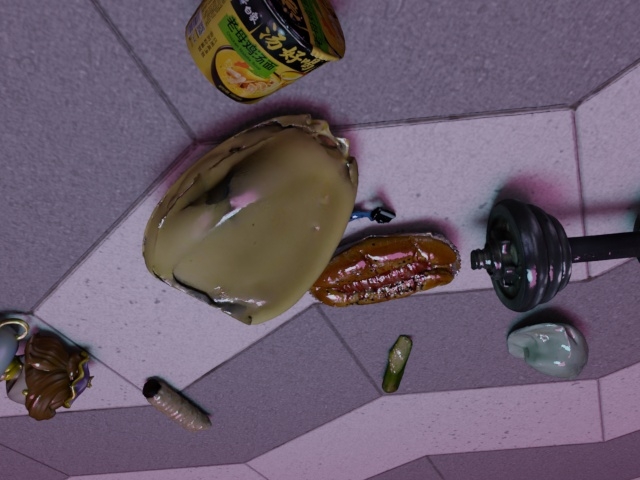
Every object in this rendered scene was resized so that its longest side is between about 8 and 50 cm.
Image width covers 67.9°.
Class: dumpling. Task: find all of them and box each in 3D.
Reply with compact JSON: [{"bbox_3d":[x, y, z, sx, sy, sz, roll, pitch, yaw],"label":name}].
[{"bbox_3d":[0.478,0.240,0.990,0.153,0.108,0.219,-26,127,19],"label":"dumpling"}]

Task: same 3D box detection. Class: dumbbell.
[{"bbox_3d":[0.435,0.011,0.727,0.406,0.179,0.179,-6,133,1],"label":"dumbbell"}]

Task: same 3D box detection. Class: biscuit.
[{"bbox_3d":[-0.338,0.398,1.126,0.061,0.055,0.219,-4,138,27],"label":"biscuit"}]

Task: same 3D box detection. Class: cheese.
[{"bbox_3d":[-0.080,-0.035,0.673,0.259,0.128,0.316,27,113,-35],"label":"cheese"}]

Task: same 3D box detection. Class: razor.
[{"bbox_3d":[0.000,0.000,0.788,0.253,0.042,0.082,-28,165,23],"label":"razor"}]

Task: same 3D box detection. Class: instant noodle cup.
[{"bbox_3d":[-0.064,-0.229,0.511,0.122,0.151,0.151,-24,130,33],"label":"instant noodle cup"}]

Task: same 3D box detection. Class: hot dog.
[{"bbox_3d":[0.103,0.048,0.814,0.268,0.075,0.144,-13,135,13],"label":"hot dog"}]

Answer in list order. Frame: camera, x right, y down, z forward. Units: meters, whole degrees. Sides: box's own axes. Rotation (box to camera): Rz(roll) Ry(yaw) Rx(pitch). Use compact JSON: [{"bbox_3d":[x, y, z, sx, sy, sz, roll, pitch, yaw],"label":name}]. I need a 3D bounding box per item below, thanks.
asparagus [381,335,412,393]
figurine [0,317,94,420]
[{"bbox_3d":[0.169,0.277,1.053,0.045,0.041,0.178,-4,132,-11],"label":"asparagus"},{"bbox_3d":[-0.581,0.253,0.926,0.263,0.142,0.189,36,99,-31],"label":"figurine"}]
